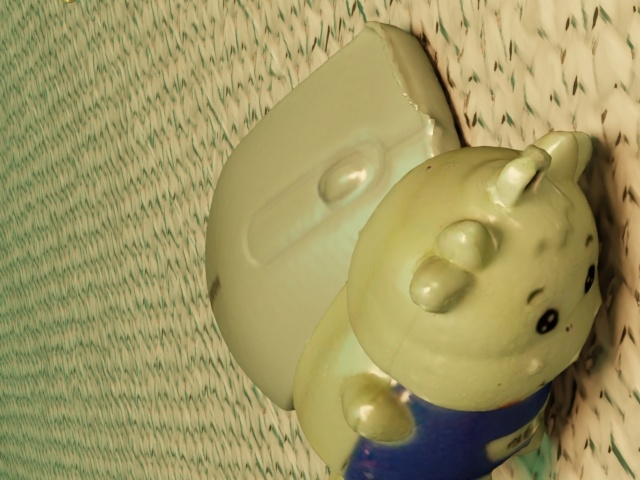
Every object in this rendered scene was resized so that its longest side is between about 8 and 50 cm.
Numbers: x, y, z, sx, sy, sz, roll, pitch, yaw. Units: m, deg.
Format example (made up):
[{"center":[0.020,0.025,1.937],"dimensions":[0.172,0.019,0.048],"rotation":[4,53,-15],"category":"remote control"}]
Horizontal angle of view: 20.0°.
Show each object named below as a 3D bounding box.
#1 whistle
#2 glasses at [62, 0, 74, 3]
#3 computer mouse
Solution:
[{"center":[0.045,0.044,0.679],"dimensions":[0.092,0.110,0.244],"rotation":[36,143,13],"category":"whistle"},{"center":[-0.218,-0.276,1.338],"dimensions":[0.207,0.102,0.239],"rotation":[35,136,26],"category":"glasses"},{"center":[0.000,0.000,0.825],"dimensions":[0.231,0.079,0.128],"rotation":[123,133,-58],"category":"computer mouse"}]
